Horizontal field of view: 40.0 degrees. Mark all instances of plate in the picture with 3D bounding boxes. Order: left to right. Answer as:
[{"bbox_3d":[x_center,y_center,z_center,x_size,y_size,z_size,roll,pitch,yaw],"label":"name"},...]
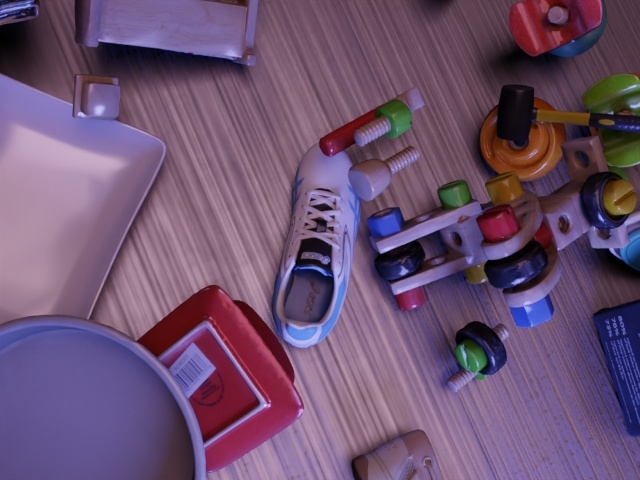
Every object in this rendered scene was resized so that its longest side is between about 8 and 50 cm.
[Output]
[{"bbox_3d":[-0.343,-0.032,0.941,0.278,0.045,0.277,22,77,-4],"label":"plate"}]

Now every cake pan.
[{"bbox_3d":[-0.252,0.216,0.862,0.293,0.054,0.293,0,91,5],"label":"cake pan"}]

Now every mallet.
[{"bbox_3d":[0.286,-0.141,0.954,0.190,0.039,0.062,2,107,23],"label":"mallet"}]

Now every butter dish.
[{"bbox_3d":[-0.093,0.131,0.916,0.160,0.118,0.159,-38,86,28],"label":"butter dish"}]

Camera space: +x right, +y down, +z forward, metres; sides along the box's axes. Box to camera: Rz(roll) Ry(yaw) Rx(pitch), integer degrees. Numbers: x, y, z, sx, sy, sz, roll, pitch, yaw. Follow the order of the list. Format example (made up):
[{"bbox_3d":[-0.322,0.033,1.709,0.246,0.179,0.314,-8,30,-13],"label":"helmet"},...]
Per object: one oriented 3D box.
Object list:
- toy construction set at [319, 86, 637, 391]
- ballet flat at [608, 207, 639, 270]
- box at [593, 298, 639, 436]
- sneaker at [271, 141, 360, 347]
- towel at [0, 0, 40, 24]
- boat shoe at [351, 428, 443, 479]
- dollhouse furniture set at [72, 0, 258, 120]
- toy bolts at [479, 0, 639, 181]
[{"bbox_3d":[0.181,-0.047,0.939,0.237,0.257,0.308,-32,80,-24],"label":"toy construction set"},{"bbox_3d":[0.514,-0.013,1.037,0.401,0.139,0.139,9,78,-11],"label":"ballet flat"},{"bbox_3d":[0.401,0.125,0.937,0.108,0.207,0.153,-12,81,-11],"label":"box"},{"bbox_3d":[0.000,0.000,0.966,0.085,0.086,0.237,9,76,-5],"label":"sneaker"},{"bbox_3d":[-0.491,-0.270,0.905,0.370,0.040,0.271,-16,49,-11],"label":"towel"},{"bbox_3d":[0.139,0.346,0.909,0.098,0.109,0.302,-25,78,-11],"label":"boat shoe"},{"bbox_3d":[-0.141,-0.315,1.019,0.303,0.174,0.355,1,105,-33],"label":"dollhouse furniture set"},{"bbox_3d":[0.296,-0.189,1.050,0.218,0.158,0.228,-17,92,29],"label":"toy bolts"}]
